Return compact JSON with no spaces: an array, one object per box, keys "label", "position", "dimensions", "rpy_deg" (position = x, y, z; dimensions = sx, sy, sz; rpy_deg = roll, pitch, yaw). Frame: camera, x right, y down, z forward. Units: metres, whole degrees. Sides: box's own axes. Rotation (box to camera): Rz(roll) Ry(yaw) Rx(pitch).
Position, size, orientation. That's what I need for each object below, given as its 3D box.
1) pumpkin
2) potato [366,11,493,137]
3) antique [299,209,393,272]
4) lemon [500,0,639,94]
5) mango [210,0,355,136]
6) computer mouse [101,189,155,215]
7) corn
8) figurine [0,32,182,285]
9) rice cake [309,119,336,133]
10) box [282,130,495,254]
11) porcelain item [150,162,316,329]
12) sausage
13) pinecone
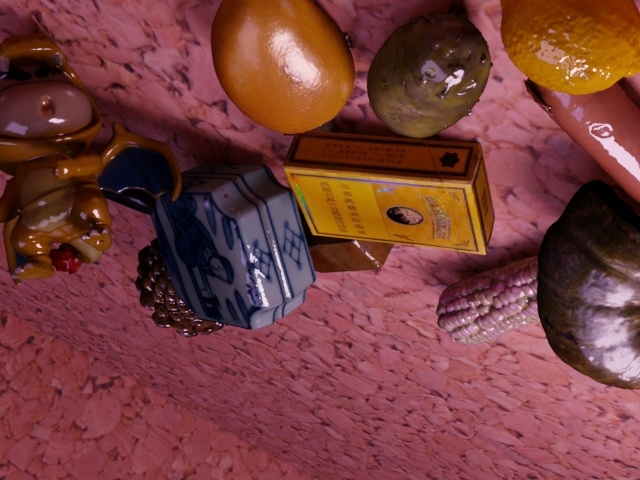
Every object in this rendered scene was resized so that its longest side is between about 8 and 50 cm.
[{"label":"pumpkin","position":[0.420,0.078,1.499],"dimensions":[0.325,0.242,0.232],"rpy_deg":[41,107,-20]},{"label":"potato","position":[0.140,-0.215,1.389],"dimensions":[0.149,0.113,0.251],"rpy_deg":[20,163,-4]},{"label":"antique","position":[0.000,0.000,1.933],"dimensions":[0.310,0.093,0.087],"rpy_deg":[-5,140,49]},{"label":"lemon","position":[0.284,-0.234,1.180],"dimensions":[0.187,0.142,0.142],"rpy_deg":[23,155,-7]},{"label":"mango","position":[-0.066,-0.262,1.461],"dimensions":[0.187,0.138,0.257],"rpy_deg":[-4,149,27]},{"label":"computer mouse","position":[-0.407,-0.120,2.101],"dimensions":[0.264,0.088,0.147],"rpy_deg":[18,169,17]},{"label":"corn","position":[0.321,0.091,1.782],"dimensions":[0.126,0.127,0.335],"rpy_deg":[34,148,-15]},{"label":"figurine","position":[-0.491,-0.124,1.849],"dimensions":[0.401,0.387,0.268],"rpy_deg":[-30,162,30]},{"label":"rice cake","position":[0.021,-0.128,1.744],"dimensions":[0.043,0.034,0.211],"rpy_deg":[9,149,20]},{"label":"box","position":[0.112,-0.075,1.659],"dimensions":[0.301,0.084,0.193],"rpy_deg":[6,150,21]},{"label":"porcelain item","position":[-0.165,0.009,1.902],"dimensions":[0.286,0.157,0.281],"rpy_deg":[8,120,46]},{"label":"sausage","position":[0.419,-0.097,1.360],"dimensions":[0.419,0.094,0.094],"rpy_deg":[40,135,-25]},{"label":"pinecone","position":[-0.266,0.092,2.197],"dimensions":[0.246,0.246,0.292],"rpy_deg":[26,162,1]}]
